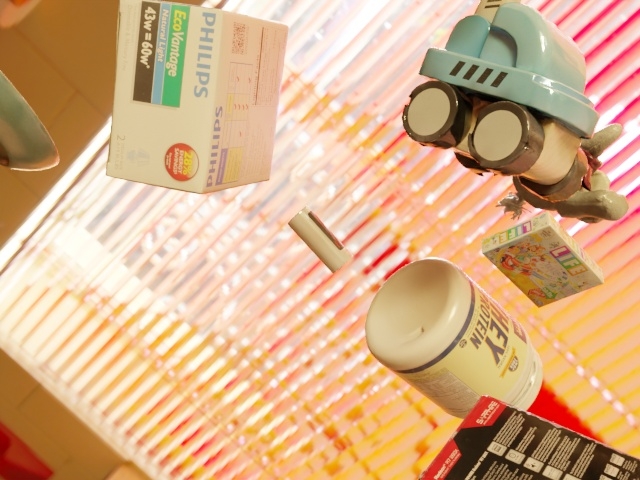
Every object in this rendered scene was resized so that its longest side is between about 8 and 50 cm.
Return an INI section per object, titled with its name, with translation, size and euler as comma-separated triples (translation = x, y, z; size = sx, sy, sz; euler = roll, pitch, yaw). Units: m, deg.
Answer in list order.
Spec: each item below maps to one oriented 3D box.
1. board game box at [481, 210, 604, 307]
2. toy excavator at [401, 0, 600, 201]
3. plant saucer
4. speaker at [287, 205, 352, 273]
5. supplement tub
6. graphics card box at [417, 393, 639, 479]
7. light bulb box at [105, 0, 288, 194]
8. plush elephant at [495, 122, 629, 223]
[board game box]
translation = 0.306, 0.029, 1.209
size = 0.103, 0.154, 0.026
euler = -27, -139, 32
[toy excavator]
translation = 0.302, -0.340, 1.466
size = 0.433, 0.222, 0.445
euler = 28, -84, 42
[plant saucer]
translation = -0.423, -0.186, 0.974
size = 0.044, 0.317, 0.317
euler = -49, -173, -19
[speaker]
translation = 0.000, 0.000, 1.706
size = 0.055, 0.136, 0.055
euler = -42, 178, -1
[supplement tub]
translation = 0.268, 0.208, 1.729
size = 0.235, 0.325, 0.235
euler = -31, -142, 28
[graphics card box]
translation = 0.345, 0.372, 1.220
size = 0.233, 0.370, 0.094
euler = -35, 136, -49
[light bulb box]
translation = -0.246, -0.299, 1.820
size = 0.361, 0.225, 0.358
euler = -24, 123, -70
[plush elephant]
translation = 0.573, -0.178, 1.994
size = 0.255, 0.272, 0.330
euler = -40, -177, -29
